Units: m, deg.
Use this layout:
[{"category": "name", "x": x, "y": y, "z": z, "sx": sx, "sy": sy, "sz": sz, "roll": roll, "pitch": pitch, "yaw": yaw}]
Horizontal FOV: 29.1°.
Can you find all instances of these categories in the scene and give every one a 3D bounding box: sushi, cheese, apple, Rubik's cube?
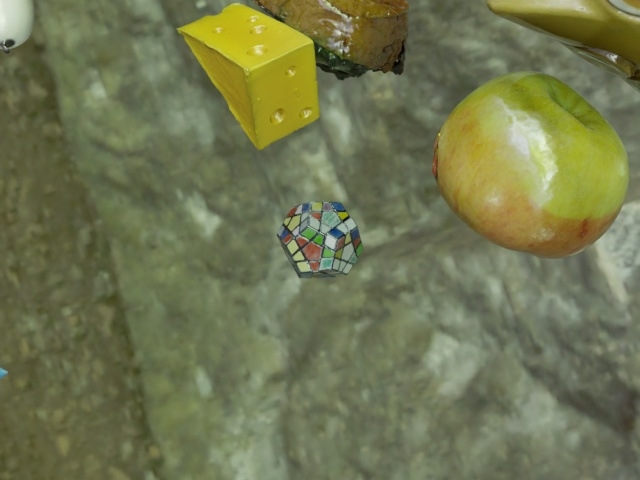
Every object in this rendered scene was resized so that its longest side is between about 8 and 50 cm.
[{"category": "sushi", "x": 0.011, "y": -0.313, "z": 1.788, "sx": 0.140, "sy": 0.287, "sz": 0.149, "roll": 129, "pitch": -31, "yaw": -50}, {"category": "cheese", "x": -0.088, "y": -0.217, "z": 1.451, "sx": 0.171, "sy": 0.093, "sz": 0.126, "roll": 47, "pitch": -23, "yaw": 32}, {"category": "apple", "x": 0.260, "y": -0.092, "z": 1.509, "sx": 0.261, "sy": 0.194, "sz": 0.260, "roll": 28, "pitch": 27, "yaw": -16}, {"category": "Rubik's cube", "x": 0.000, "y": 0.000, "z": 1.569, "sx": 0.093, "sy": 0.111, "sz": 0.111, "roll": 22, "pitch": -35, "yaw": 36}]

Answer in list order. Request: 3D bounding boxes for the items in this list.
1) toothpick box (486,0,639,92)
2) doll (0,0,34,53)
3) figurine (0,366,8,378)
[{"category": "toothpick box", "x": 0.430, "y": -0.390, "z": 1.465, "sx": 0.409, "sy": 0.425, "sz": 0.409, "roll": 27, "pitch": 6, "yaw": -3}, {"category": "doll", "x": -0.409, "y": -0.393, "z": 1.694, "sx": 0.144, "sy": 0.271, "sz": 0.208, "roll": 10, "pitch": 35, "yaw": -52}, {"category": "figurine", "x": -0.441, "y": 0.144, "z": 1.553, "sx": 0.079, "sy": 0.114, "sz": 0.114, "roll": -34, "pitch": 112, "yaw": -46}]
